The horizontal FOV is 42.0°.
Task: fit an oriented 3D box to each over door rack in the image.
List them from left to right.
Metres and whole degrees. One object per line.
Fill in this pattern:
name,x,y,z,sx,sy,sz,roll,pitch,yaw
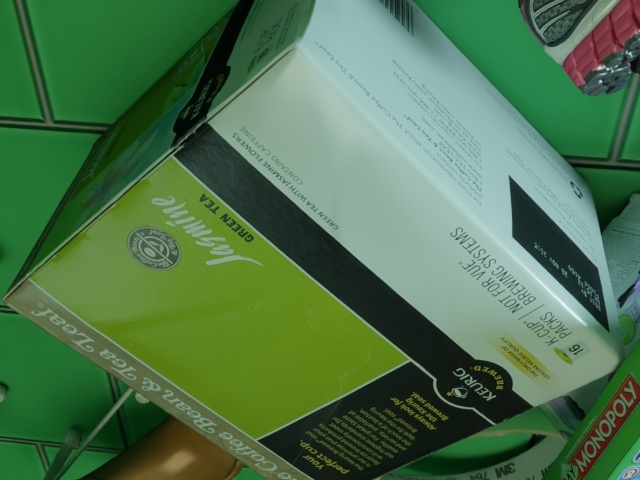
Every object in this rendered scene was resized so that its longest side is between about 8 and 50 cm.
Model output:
over door rack,-0.363,0.179,0.965,0.239,0.108,0.324,36,112,-21

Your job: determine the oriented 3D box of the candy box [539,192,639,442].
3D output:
candy box,0.272,0.088,0.719,0.165,0.196,0.070,49,166,-29

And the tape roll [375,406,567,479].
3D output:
tape roll,0.155,0.227,0.876,0.321,0.077,0.321,-4,138,-4

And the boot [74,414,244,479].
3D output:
boot,-0.219,0.267,0.932,0.283,0.220,0.109,-41,73,43

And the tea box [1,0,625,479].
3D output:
tea box,0.000,0.000,0.665,0.323,0.220,0.329,-34,118,30

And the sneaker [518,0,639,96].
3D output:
sneaker,0.249,-0.227,0.509,0.299,0.121,0.112,-41,71,23

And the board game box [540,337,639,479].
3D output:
board game box,0.333,0.155,0.648,0.317,0.046,0.213,3,127,-24
